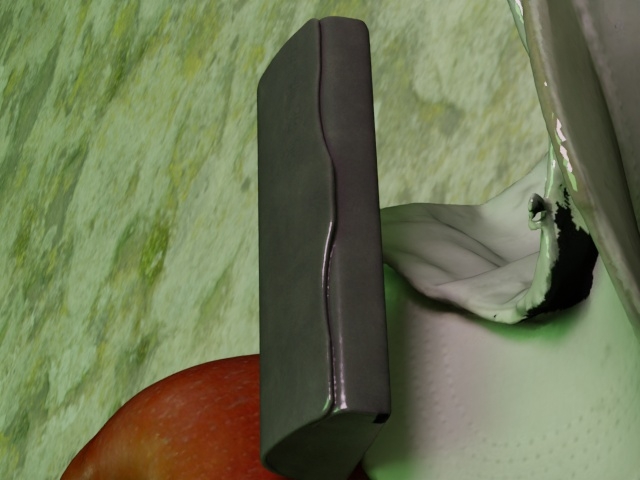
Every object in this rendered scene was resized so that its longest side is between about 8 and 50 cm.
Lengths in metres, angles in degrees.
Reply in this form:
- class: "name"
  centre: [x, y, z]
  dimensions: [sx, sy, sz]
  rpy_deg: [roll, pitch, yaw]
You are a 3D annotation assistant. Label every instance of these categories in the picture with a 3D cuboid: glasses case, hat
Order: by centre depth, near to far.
- class: "hat"
  centre: [0.113, -0.021, 0.662]
  dimensions: [0.301, 0.168, 0.258]
  rpy_deg: [-97, 18, -46]
- class: "glasses case"
  centre: [0.000, 0.001, 0.685]
  dimensions: [0.072, 0.042, 0.191]
  rpy_deg: [125, 150, -50]

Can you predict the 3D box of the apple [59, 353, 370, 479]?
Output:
- class: "apple"
  centre: [-0.015, 0.159, 0.753]
  dimensions: [0.218, 0.201, 0.218]
  rpy_deg: [-33, 46, 43]
